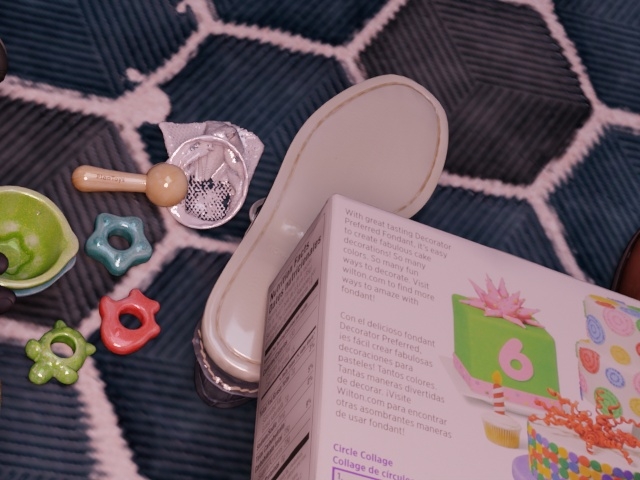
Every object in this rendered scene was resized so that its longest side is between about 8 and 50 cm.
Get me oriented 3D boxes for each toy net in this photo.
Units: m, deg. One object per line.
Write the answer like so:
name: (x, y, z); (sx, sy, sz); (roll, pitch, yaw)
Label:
toy net: (-0.109, -0.011, 1.044); (0.232, 0.045, 0.122); (-33, 75, -32)

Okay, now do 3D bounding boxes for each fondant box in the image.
fondant box: (0.088, 0.154, 0.871); (0.238, 0.096, 0.330); (19, 46, -16)

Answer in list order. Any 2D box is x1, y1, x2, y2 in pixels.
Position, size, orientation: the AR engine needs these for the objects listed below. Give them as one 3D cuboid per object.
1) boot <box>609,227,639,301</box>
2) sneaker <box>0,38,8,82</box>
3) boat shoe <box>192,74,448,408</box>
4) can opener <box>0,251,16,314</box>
boot: (0.263, 0.041, 1.002); (0.096, 0.280, 0.264); (20, 56, -7)
sneaker: (-0.277, -0.027, 0.978); (0.267, 0.101, 0.106); (-40, 93, -27)
boat shoe: (0.000, 0.000, 1.056); (0.095, 0.079, 0.254); (30, 57, -3)
can opener: (-0.253, 0.020, 0.905); (0.186, 0.073, 0.059); (-5, 64, -31)
